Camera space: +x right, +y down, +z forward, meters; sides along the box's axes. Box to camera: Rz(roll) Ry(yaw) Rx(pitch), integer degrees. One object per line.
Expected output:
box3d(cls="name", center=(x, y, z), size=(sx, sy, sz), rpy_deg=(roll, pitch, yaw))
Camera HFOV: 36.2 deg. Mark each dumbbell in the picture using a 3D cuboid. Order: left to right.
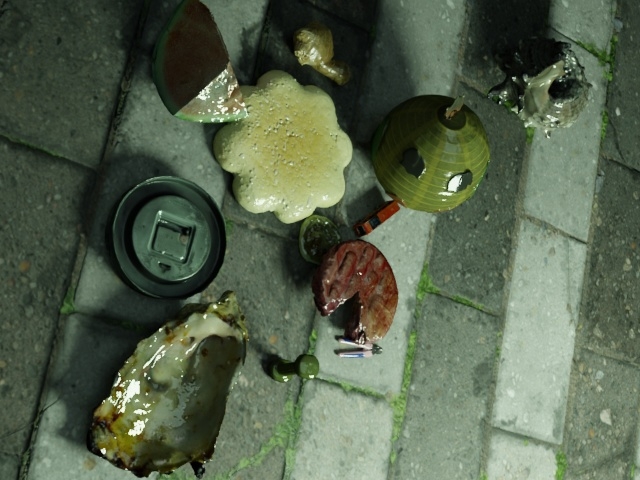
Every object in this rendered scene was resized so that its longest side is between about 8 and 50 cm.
box3d(cls="dumbbell", center=(-0.050, 0.240, 1.839), size=(0.052, 0.118, 0.046), rpy_deg=(18, 70, -30))

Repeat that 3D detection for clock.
box3d(cls="clock", center=(-0.276, -0.003, 1.762), size=(0.226, 0.049, 0.226), rpy_deg=(4, 82, -33))

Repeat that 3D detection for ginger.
box3d(cls="ginger", center=(0.005, -0.387, 1.997), size=(0.165, 0.067, 0.096), rpy_deg=(29, 68, -42))

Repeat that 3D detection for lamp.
box3d(cls="lamp", center=(0.236, -0.193, 1.992), size=(0.250, 0.284, 0.250), rpy_deg=(10, 53, -13))

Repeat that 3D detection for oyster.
box3d(cls="oyster", center=(-0.263, 0.236, 1.712), size=(0.221, 0.096, 0.361), rpy_deg=(26, 70, -24))

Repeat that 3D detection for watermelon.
box3d(cls="watermelon", center=(-0.239, -0.317, 1.809), size=(0.146, 0.128, 0.231), rpy_deg=(-22, 78, -5))

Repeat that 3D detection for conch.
box3d(cls="conch", center=(0.513, -0.358, 2.290), size=(0.313, 0.186, 0.240), rpy_deg=(-7, 94, -54))

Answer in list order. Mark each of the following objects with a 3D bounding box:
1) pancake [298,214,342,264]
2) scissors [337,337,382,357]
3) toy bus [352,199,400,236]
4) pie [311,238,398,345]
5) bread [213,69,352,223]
box3d(cls="pancake", center=(0.001, 0.001, 1.969), size=(0.108, 0.017, 0.108), rpy_deg=(2, 86, -31))
box3d(cls="scissors", center=(0.081, 0.221, 1.996), size=(0.113, 0.012, 0.039), rpy_deg=(7, 80, -34))
box3d(cls="toy bus", center=(0.118, -0.046, 2.038), size=(0.110, 0.043, 0.031), rpy_deg=(-37, 105, -32))
box3d(cls="pie", center=(0.073, 0.102, 1.968), size=(0.204, 0.054, 0.218), rpy_deg=(-48, 114, -37))
box3d(cls="bread", center=(-0.066, -0.186, 1.927), size=(0.316, 0.054, 0.316), rpy_deg=(3, 84, -33))
